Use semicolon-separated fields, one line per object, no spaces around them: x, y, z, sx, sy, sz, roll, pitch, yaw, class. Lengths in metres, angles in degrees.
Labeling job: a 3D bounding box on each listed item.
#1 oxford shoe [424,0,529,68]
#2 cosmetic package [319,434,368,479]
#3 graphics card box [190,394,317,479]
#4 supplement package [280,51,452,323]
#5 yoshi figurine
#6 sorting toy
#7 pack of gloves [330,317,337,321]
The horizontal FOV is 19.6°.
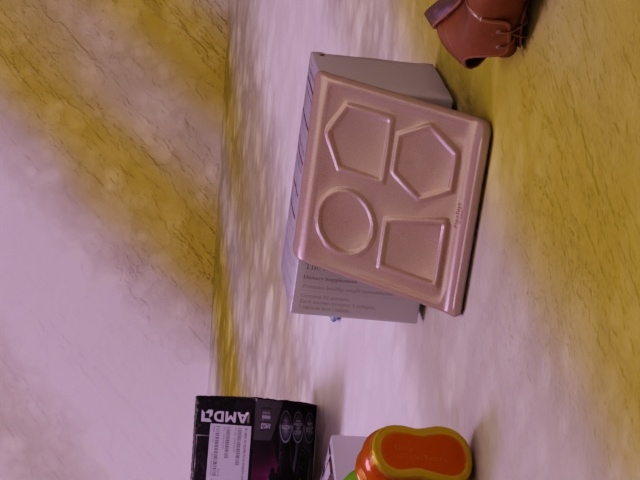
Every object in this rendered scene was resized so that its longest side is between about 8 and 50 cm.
0.155;-0.198;1.564;0.076;0.076;0.212;63;165;3;oxford shoe
0.038;0.333;1.995;0.239;0.060;0.099;-96;12;-45;cosmetic package
-0.092;0.387;2.395;0.233;0.094;0.371;21;-109;-68;graphics card box
0.043;-0.056;1.901;0.134;0.139;0.244;-105;21;-68;supplement package
0.052;0.329;1.732;0.203;0.203;0.362;50;138;13;yoshi figurine
0.068;-0.047;1.758;0.208;0.038;0.193;21;114;33;sorting toy
0.000;0.000;2.445;0.232;0.046;0.195;-143;57;-79;pack of gloves
